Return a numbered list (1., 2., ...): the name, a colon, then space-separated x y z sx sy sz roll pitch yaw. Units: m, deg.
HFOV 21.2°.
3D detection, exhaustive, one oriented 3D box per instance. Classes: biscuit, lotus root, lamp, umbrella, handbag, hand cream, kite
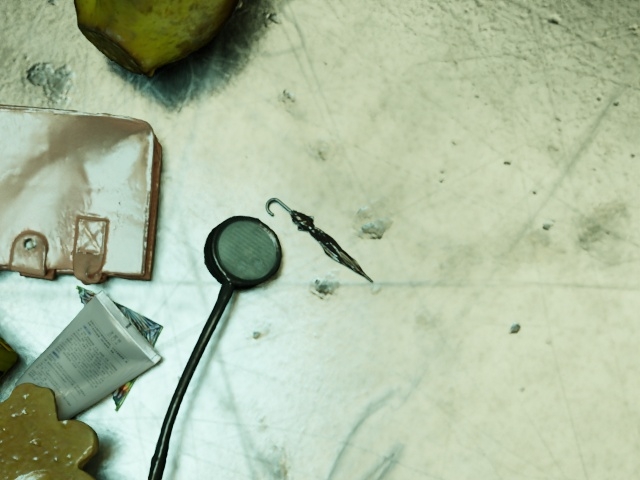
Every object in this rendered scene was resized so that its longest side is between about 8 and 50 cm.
1. biscuit: -0.242 0.208 1.458 0.133 0.027 0.184 -38 66 -13
2. lotus root: -0.134 -0.291 1.523 0.193 0.193 0.291 19 87 4
3. lamp: -0.135 0.156 1.524 0.130 0.108 0.371 14 72 -16
4. umbrella: 0.002 -0.003 1.560 0.122 0.013 0.022 35 97 5
5. handbag: -0.255 -0.040 1.550 0.213 0.059 0.157 5 83 2
6. hand cream: -0.223 0.121 1.536 0.142 0.053 0.084 -41 83 -11
7. kite: -0.187 0.091 1.558 0.090 0.004 0.122 -24 82 -1

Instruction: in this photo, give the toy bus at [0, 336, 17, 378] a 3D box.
1. toy bus: -0.426 0.172 1.485 0.151 0.145 0.331 42 85 5
